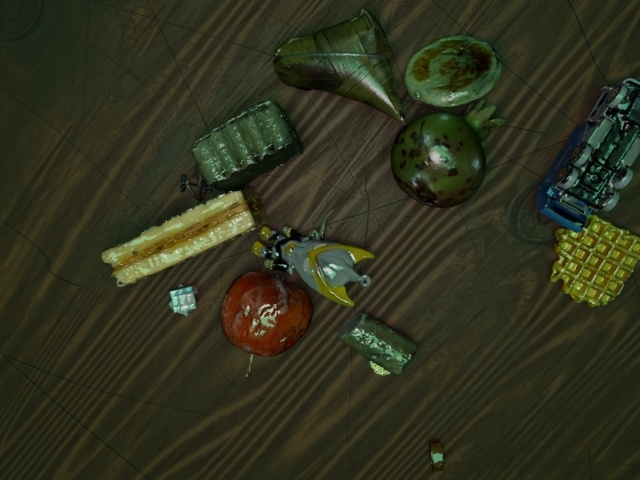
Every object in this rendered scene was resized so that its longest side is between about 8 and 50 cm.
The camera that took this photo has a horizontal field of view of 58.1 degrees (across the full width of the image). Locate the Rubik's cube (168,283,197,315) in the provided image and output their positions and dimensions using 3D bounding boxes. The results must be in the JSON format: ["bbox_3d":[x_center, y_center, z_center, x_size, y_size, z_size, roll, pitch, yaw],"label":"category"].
[{"bbox_3d":[-0.373,0.160,1.567,0.075,0.073,0.084,4,94,-15],"label":"Rubik's cube"}]

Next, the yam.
[{"bbox_3d":[0.150,0.271,1.545,0.194,0.107,0.107,31,99,-1],"label":"yam"}]

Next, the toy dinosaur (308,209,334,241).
[{"bbox_3d":[-0.015,-0.004,1.545,0.058,0.037,0.180,18,105,-14],"label":"toy dinosaur"}]

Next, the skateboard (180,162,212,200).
[{"bbox_3d":[-0.325,-0.180,1.519,0.080,0.067,0.151,11,103,10],"label":"skateboard"}]

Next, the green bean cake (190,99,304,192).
[{"bbox_3d":[-0.168,-0.221,1.409,0.241,0.255,0.132,-30,87,7],"label":"green bean cake"}]

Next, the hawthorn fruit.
[{"bbox_3d":[-0.153,0.217,1.475,0.242,0.242,0.271,22,85,-1],"label":"hawthorn fruit"}]

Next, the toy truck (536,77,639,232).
[{"bbox_3d":[0.676,-0.204,1.414,0.146,0.175,0.367,30,99,-4],"label":"toy truck"}]

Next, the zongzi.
[{"bbox_3d":[0.051,-0.378,1.405,0.286,0.138,0.299,-19,80,6],"label":"zongzi"}]

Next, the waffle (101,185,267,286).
[{"bbox_3d":[-0.326,-0.015,1.440,0.377,0.261,0.113,-24,92,5],"label":"waffle"}]

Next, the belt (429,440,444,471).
[{"bbox_3d":[0.323,0.605,1.610,0.036,0.059,0.083,-6,99,3],"label":"belt"}]

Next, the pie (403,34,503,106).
[{"bbox_3d":[0.323,-0.416,1.410,0.241,0.054,0.240,-10,55,14],"label":"pie"}]

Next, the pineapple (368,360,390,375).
[{"bbox_3d":[0.166,0.352,1.599,0.083,0.019,0.045,29,93,-1],"label":"pineapple"}]

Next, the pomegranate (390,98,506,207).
[{"bbox_3d":[0.307,-0.232,1.402,0.243,0.242,0.305,28,90,-2],"label":"pomegranate"}]

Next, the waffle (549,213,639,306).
[{"bbox_3d":[0.701,0.050,1.512,0.219,0.057,0.229,28,99,-2],"label":"waffle"}]

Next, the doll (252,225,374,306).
[{"bbox_3d":[-0.017,0.048,1.484,0.317,0.145,0.103,20,135,15],"label":"doll"}]
